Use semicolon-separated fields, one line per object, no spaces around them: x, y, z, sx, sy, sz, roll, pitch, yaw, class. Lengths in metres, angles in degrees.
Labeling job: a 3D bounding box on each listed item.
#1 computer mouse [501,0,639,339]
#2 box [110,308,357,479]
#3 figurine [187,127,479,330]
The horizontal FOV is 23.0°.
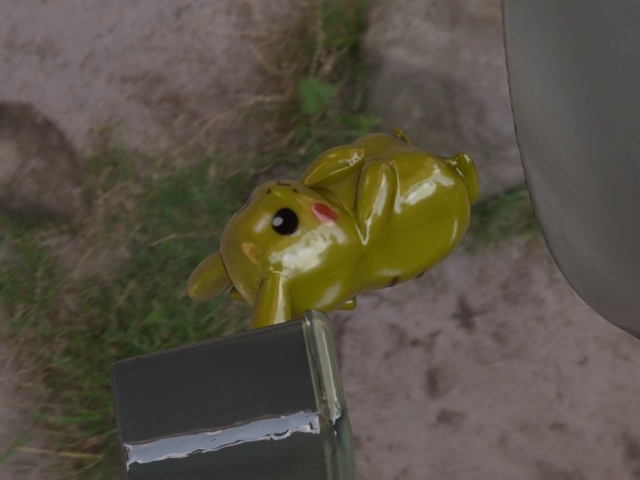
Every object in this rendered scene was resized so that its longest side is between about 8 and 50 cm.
0.164;-0.047;0.575;0.197;0.331;0.095;4;55;19;computer mouse
-0.065;0.178;1.293;0.178;0.274;0.138;-9;54;-4;box
0.006;-0.003;1.684;0.326;0.218;0.169;-22;114;-26;figurine
